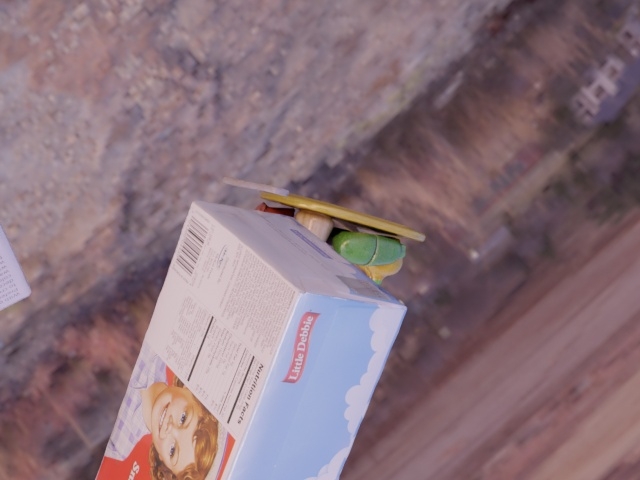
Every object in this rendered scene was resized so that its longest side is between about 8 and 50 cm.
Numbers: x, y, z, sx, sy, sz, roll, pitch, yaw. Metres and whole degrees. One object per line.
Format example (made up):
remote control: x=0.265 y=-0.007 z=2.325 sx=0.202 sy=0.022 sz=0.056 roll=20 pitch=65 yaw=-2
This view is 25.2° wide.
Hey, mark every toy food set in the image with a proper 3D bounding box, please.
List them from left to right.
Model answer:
toy food set: x=0.000 y=0.000 z=1.391 sx=0.218 sy=0.128 sz=0.071 roll=16 pitch=89 yaw=-37

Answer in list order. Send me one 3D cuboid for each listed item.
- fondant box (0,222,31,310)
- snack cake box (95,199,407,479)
fondant box: x=-0.314 y=-0.015 z=0.792 sx=0.238 sy=0.096 sz=0.330 roll=-28 pitch=156 yaw=-12
snack cake box: x=-0.059 y=0.125 z=0.954 sx=0.089 sy=0.152 sz=0.264 roll=10 pitch=108 yaw=-37
